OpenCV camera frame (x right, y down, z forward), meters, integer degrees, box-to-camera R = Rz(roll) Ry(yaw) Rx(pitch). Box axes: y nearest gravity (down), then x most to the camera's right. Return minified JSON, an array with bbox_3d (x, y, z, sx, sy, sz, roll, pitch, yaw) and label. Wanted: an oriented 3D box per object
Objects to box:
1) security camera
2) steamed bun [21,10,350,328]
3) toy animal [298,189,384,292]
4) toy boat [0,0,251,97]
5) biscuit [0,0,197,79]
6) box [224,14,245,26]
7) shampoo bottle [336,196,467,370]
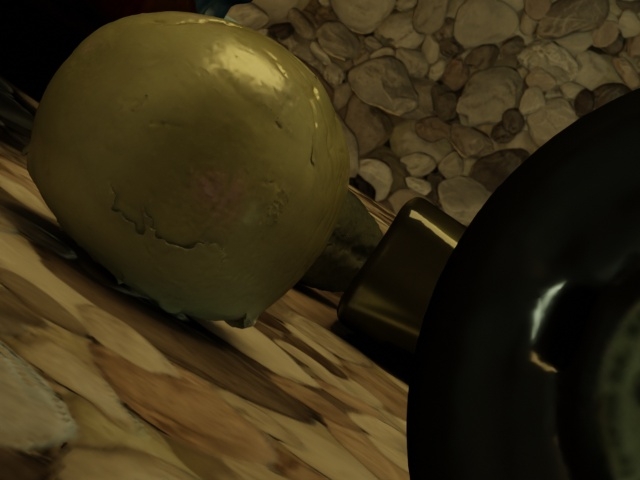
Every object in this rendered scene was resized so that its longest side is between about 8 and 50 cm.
[{"bbox_3d":[0.148,0.072,0.553,0.191,0.197,0.277,25,-6,23],"label":"security camera"},{"bbox_3d":[-0.047,-0.031,0.698,0.130,0.112,0.091,39,1,-13],"label":"steamed bun"},{"bbox_3d":[0.009,0.002,1.085,0.253,0.070,0.079,32,19,-53],"label":"toy animal"},{"bbox_3d":[-0.117,-0.135,1.169,0.309,0.142,0.129,35,4,12],"label":"toy boat"},{"bbox_3d":[-0.243,-0.210,0.944,0.407,0.091,0.407,29,-6,4],"label":"biscuit"},{"bbox_3d":[-0.148,-0.162,1.427,0.142,0.083,0.232,29,-3,-31],"label":"box"},{"bbox_3d":[0.173,0.106,0.977,0.350,0.084,0.125,34,-4,5],"label":"shampoo bottle"}]
